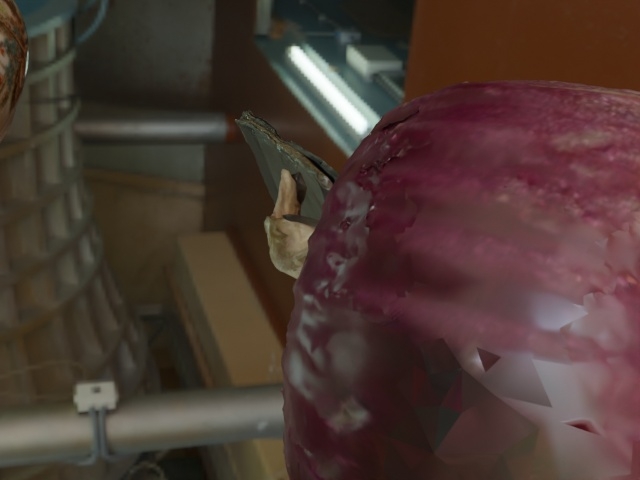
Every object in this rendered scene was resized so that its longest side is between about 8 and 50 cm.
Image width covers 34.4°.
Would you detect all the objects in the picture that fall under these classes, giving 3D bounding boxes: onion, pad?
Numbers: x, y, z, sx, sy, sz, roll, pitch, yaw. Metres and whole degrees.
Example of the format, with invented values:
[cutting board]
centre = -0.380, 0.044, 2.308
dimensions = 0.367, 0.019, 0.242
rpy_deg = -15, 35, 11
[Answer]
[onion]
centre = 0.085, 0.066, 0.412
dimensions = 0.230, 0.272, 0.256
rpy_deg = -15, -89, -64
[pad]
centre = 0.001, 0.000, 0.957
dimensions = 0.174, 0.022, 0.233
rpy_deg = 39, 156, 50

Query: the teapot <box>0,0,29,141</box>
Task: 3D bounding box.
[teapot]
centre = -0.292, -0.118, 0.683
dimensions = 0.139, 0.204, 0.298
rpy_deg = 54, -146, -42
